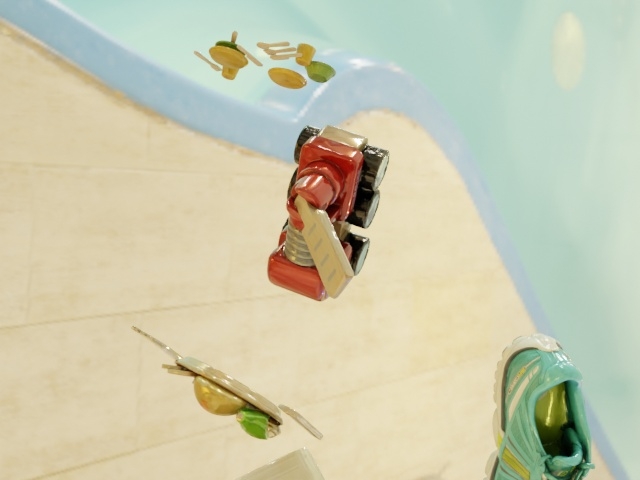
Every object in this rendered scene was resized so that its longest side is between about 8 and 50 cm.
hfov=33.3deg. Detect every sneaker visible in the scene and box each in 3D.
[{"bbox_3d":[0.233,0.237,1.120,0.107,0.110,0.275,-9,105,-13],"label":"sneaker"}]

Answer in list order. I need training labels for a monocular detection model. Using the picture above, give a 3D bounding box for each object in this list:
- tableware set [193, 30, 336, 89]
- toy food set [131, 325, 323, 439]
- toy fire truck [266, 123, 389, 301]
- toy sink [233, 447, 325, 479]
[{"bbox_3d":[-0.062,-0.207,1.234,0.104,0.154,0.024,34,65,-46],"label":"tableware set"},{"bbox_3d":[-0.095,0.154,1.040,0.038,0.192,0.132,-60,156,-12],"label":"toy food set"},{"bbox_3d":[0.000,0.000,1.359,0.246,0.159,0.217,-52,158,-53],"label":"toy fire truck"},{"bbox_3d":[-0.032,0.338,0.989,0.131,0.153,0.234,-22,73,-26],"label":"toy sink"}]
